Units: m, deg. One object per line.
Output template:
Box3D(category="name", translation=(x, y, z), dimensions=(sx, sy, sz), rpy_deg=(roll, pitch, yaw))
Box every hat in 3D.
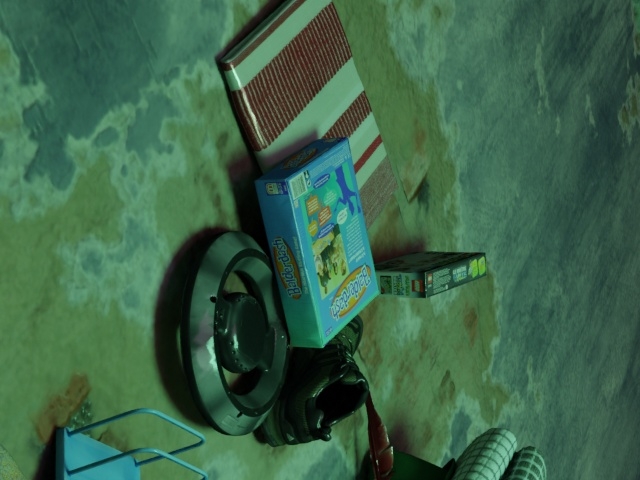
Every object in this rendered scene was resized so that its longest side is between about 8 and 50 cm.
Box3D(category="hat", translation=(0.070, 0.320, 1.602), dimensions=(0.208, 0.184, 0.173), rpy_deg=(-57, 175, -6))

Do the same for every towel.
Box3D(category="towel", translation=(-0.009, -0.133, 1.454), dimensions=(0.237, 0.037, 0.329), rpy_deg=(-53, 132, -42))
Box3D(category="towel", translation=(0.186, 0.419, 1.579), dimensions=(0.235, 0.121, 0.283), rpy_deg=(-49, 169, -48))

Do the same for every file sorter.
Box3D(category="file sorter", translation=(-0.167, 0.256, 1.073), dimensions=(0.118, 0.105, 0.170), rpy_deg=(42, 33, -51))

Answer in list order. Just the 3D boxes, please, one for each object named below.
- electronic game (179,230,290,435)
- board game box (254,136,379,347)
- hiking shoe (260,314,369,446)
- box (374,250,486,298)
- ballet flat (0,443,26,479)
Box3D(category="electronic game", translation=(-0.093, 0.103, 1.299), dimensions=(0.229, 0.048, 0.229), rpy_deg=(-4, 90, -67))
Box3D(category="board game box", translation=(0.000, 0.000, 1.388), dimensions=(0.160, 0.047, 0.210), rpy_deg=(-38, 121, -54))
Box3D(category="hiking shoe", translation=(0.019, 0.172, 1.426), dimensions=(0.227, 0.114, 0.086), rpy_deg=(-56, 136, -43))
Box3D(category="box", translation=(0.142, 0.046, 1.630), dimensions=(0.207, 0.114, 0.036), rpy_deg=(-13, 102, -58))
Box3D(category="ballet flat", translation=(-0.257, 0.320, 0.963), dimensions=(0.108, 0.106, 0.315), rpy_deg=(-12, 101, -41))
